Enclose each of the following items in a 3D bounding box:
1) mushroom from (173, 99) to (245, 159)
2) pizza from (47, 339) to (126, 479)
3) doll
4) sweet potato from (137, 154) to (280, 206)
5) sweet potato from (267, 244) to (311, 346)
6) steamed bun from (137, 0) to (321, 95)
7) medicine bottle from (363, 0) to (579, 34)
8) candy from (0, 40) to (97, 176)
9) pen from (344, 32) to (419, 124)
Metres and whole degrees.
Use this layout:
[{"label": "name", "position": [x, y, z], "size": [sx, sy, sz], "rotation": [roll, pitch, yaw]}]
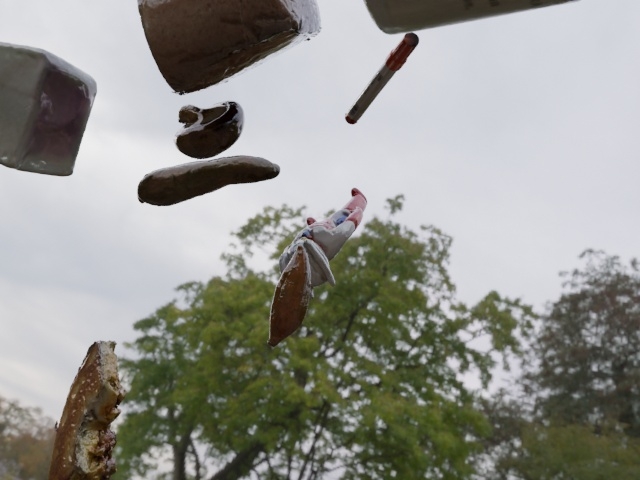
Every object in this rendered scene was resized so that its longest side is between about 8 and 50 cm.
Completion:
[{"label": "mushroom", "position": [-0.179, -0.183, 1.075], "size": [0.127, 0.127, 0.087], "rotation": [-6, -53, 39]}, {"label": "pizza", "position": [-0.375, 0.312, 1.095], "size": [0.085, 0.306, 0.161], "rotation": [24, -26, -34]}, {"label": "doll", "position": [0.000, 0.000, 1.306], "size": [0.188, 0.384, 0.099], "rotation": [-34, -78, 18]}, {"label": "sweet potato", "position": [-0.208, -0.119, 1.245], "size": [0.273, 0.075, 0.075], "rotation": [-14, -30, -10]}, {"label": "sweet potato", "position": [-0.026, 0.051, 0.602], "size": [0.034, 0.095, 0.034], "rotation": [17, 1, 0]}, {"label": "steamed bun", "position": [-0.141, -0.350, 0.988], "size": [0.251, 0.301, 0.199], "rotation": [-24, -77, 9]}, {"label": "medicine bottle", "position": [0.158, -0.252, 0.527], "size": [0.251, 0.145, 0.145], "rotation": [-2, -36, 20]}, {"label": "candy", "position": [-0.589, -0.251, 1.208], "size": [0.358, 0.208, 0.145], "rotation": [16, 3, 27]}, {"label": "pen", "position": [0.090, -0.244, 1.032], "size": [0.028, 0.028, 0.239], "rotation": [27, -25, -9]}]
